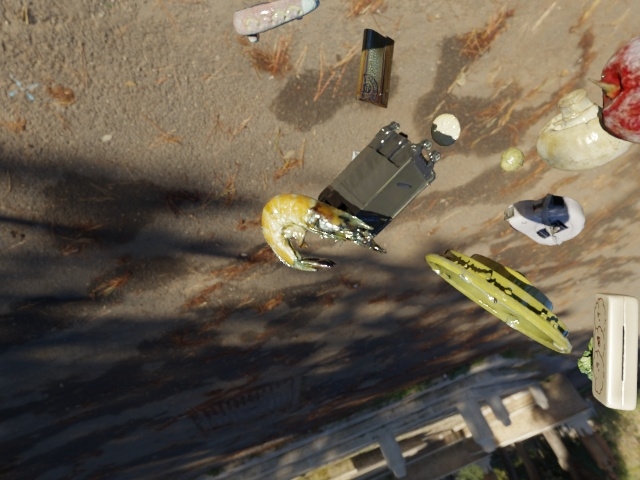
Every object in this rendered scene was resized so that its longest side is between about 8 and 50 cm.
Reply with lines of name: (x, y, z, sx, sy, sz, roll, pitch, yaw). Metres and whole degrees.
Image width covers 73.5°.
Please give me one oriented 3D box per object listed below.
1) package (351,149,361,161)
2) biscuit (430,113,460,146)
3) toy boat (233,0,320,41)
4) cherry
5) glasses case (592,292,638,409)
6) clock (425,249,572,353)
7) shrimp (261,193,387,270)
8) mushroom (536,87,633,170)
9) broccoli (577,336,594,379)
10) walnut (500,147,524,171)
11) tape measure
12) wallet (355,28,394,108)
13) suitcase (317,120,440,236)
package: (0.140, -0.316, 1.770, 0.037, 0.015, 0.110, 12, 97, -21)
biscuit: (0.580, -0.513, 1.996, 0.020, 0.152, 0.152, -20, 156, -47)
toy boat: (-0.113, -0.571, 1.104, 0.228, 0.155, 0.084, -9, 123, 12)
cherry: (0.729, -0.320, 0.897, 0.301, 0.229, 0.203, 0, 180, 18)
glasses case: (0.900, 0.331, 1.315, 0.076, 0.335, 0.144, 2, 176, 15)
clock: (0.265, 0.075, 0.632, 0.057, 0.237, 0.237, -53, 148, 0)
shrimp: (0.000, 0.000, 1.406, 0.085, 0.446, 0.271, -41, 143, -60)
mushroom: (0.703, -0.288, 1.174, 0.189, 0.254, 0.195, -43, 110, -16)
broccoli: (0.957, 0.399, 1.487, 0.123, 0.118, 0.204, -23, 127, 12)
walnut: (0.670, -0.282, 1.499, 0.092, 0.092, 0.092, -19, 150, -11)
tape measure: (0.796, -0.072, 1.479, 0.236, 0.120, 0.197, 29, 143, -18)
wallet: (0.194, -0.592, 1.480, 0.133, 0.242, 0.039, 9, 178, -31)
suitcase: (0.200, -0.202, 1.548, 0.434, 0.283, 0.194, -44, 128, 6)
